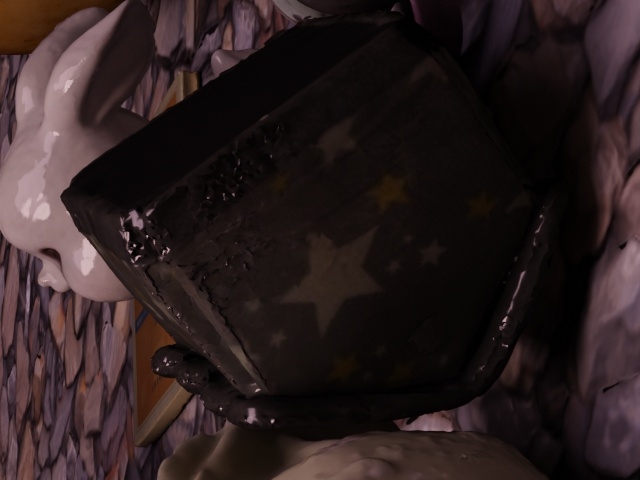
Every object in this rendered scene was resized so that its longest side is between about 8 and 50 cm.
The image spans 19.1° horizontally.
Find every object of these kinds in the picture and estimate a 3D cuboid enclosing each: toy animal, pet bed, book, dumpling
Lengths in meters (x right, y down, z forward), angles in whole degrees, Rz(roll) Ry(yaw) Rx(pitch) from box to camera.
[{"bbox_3d":[-0.090,-0.046,1.133,0.127,0.193,0.178,-149,74,-68],"label":"toy animal"},{"bbox_3d":[0.000,0.000,0.875,0.159,0.183,0.211,56,168,-13],"label":"pet bed"},{"bbox_3d":[-0.118,0.016,1.432,0.170,0.018,0.241,129,142,-58],"label":"book"},{"bbox_3d":[0.014,0.151,0.770,0.258,0.193,0.147,-116,32,-51],"label":"dumpling"}]

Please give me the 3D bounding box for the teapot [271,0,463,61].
[{"bbox_3d":[0.028,-0.158,0.980,0.116,0.148,0.146,-53,-4,-21],"label":"teapot"}]

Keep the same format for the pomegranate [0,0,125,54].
[{"bbox_3d":[-0.229,-0.311,1.435,0.338,0.338,0.338,-175,90,-70],"label":"pomegranate"}]
